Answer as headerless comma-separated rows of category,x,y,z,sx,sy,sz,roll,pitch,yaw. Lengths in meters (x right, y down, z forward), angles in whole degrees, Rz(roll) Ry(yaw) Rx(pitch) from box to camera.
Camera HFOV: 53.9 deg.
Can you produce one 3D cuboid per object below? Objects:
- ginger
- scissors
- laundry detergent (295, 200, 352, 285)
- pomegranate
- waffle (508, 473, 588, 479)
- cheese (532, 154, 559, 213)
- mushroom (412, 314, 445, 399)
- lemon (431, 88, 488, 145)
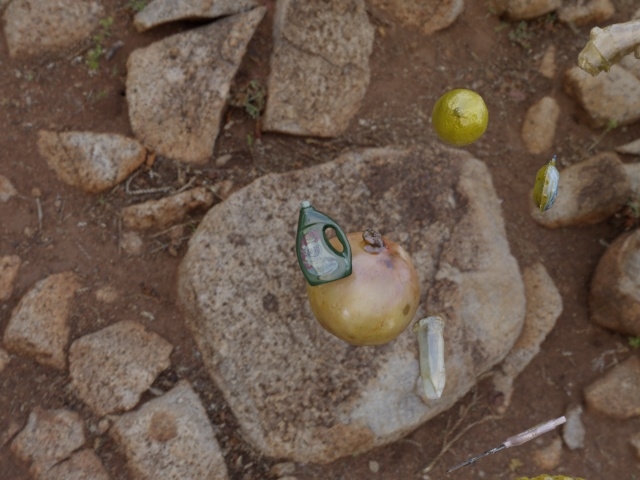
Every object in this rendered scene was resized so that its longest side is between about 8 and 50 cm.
ginger,0.526,-0.299,0.932,0.075,0.287,0.089,-139,-141,-89
scissors,0.456,0.512,1.564,0.317,0.160,0.024,-24,70,-3
laundry detergent,0.000,0.000,1.575,0.063,0.137,0.211,-39,114,-78
pomegranate,0.124,0.114,1.737,0.338,0.338,0.338,24,40,-22
waffle,0.481,0.547,1.345,0.291,0.291,0.051,2,80,-40
cheese,0.730,-0.187,2.023,0.069,0.177,0.270,10,36,22
mushroom,0.273,0.286,1.561,0.071,0.084,0.209,55,30,-47
lemon,0.436,-0.385,1.971,0.178,0.178,0.203,49,11,11
